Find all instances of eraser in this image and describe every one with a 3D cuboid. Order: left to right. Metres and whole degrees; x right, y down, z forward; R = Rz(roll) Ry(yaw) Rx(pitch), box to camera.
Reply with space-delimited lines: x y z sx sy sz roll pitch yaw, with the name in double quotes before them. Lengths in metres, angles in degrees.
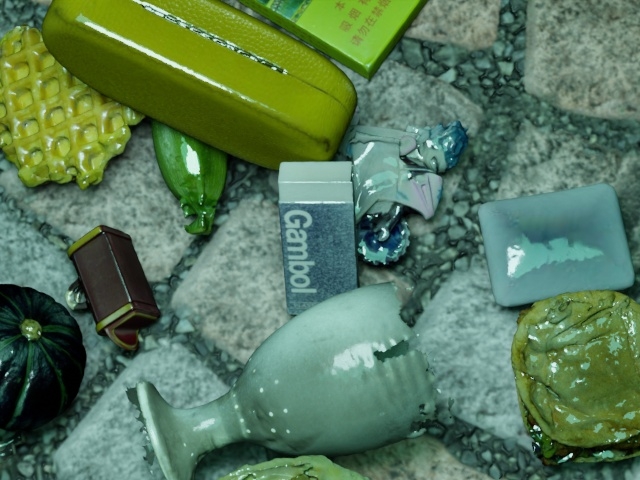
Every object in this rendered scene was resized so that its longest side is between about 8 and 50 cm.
"eraser" 0.000 0.000 1.602 0.092 0.212 0.046 1 41 4

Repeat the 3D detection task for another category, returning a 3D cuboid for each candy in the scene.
"candy" 0.288 0.006 1.646 0.174 0.071 0.138 -9 72 0

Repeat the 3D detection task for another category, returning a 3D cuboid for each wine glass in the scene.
"wine glass" -0.030 0.180 1.555 0.357 0.190 0.190 -19 73 -4

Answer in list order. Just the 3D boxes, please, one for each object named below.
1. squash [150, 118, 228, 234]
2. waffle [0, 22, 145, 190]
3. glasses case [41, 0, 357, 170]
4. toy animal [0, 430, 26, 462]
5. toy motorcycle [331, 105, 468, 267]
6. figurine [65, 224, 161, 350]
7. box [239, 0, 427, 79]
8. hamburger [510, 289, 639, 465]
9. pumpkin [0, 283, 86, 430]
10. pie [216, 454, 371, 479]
"squash" -0.169 -0.186 1.721 0.101 0.101 0.379 -7 74 2
"waffle" -0.326 -0.201 1.723 0.291 0.051 0.291 -5 75 21
"glasses case" -0.137 -0.210 1.589 0.371 0.173 0.141 25 68 -6
"toy animal" -0.437 0.299 1.609 0.176 0.073 0.217 -14 78 5
"toy motorcycle" 0.084 -0.110 1.681 0.204 0.108 0.239 -31 97 0
"figurine" -0.267 0.068 1.666 0.098 0.082 0.154 -25 74 10
"box" -0.022 -0.374 1.794 0.335 0.047 0.187 33 79 13
"hamburger" 0.319 0.158 1.586 0.183 0.130 0.206 -12 92 2
"pumpkin" -0.374 0.136 1.601 0.150 0.194 0.194 -20 71 29
"pie" -0.043 0.367 1.498 0.306 0.071 0.306 -5 109 -16
